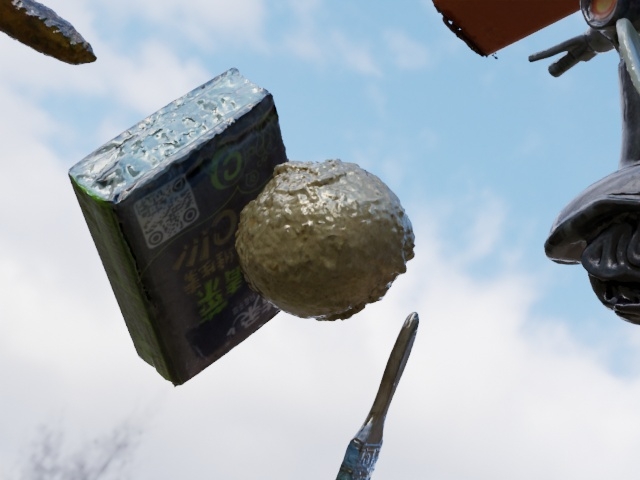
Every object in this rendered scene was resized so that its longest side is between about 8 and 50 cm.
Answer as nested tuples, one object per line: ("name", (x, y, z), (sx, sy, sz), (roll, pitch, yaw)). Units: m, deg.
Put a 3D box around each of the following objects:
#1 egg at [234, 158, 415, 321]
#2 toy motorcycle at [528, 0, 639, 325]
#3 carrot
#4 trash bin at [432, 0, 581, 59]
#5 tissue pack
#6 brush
("egg", (0.000, 0.000, 1.111), (0.140, 0.118, 0.116), (-9, -28, 22))
("toy motorcycle", (0.198, -0.073, 0.599), (0.263, 0.157, 0.091), (-28, -34, 19))
("carrot", (-0.370, -0.271, 1.566), (0.314, 0.066, 0.066), (30, -29, 0))
("trash bin", (0.254, -0.315, 1.668), (0.238, 0.161, 0.184), (-32, -56, 33))
("tissue pack", (-0.099, -0.008, 1.252), (0.073, 0.173, 0.235), (37, -26, 36))
("brush", (0.051, 0.155, 1.320), (0.021, 0.196, 0.070), (22, 1, 22))
